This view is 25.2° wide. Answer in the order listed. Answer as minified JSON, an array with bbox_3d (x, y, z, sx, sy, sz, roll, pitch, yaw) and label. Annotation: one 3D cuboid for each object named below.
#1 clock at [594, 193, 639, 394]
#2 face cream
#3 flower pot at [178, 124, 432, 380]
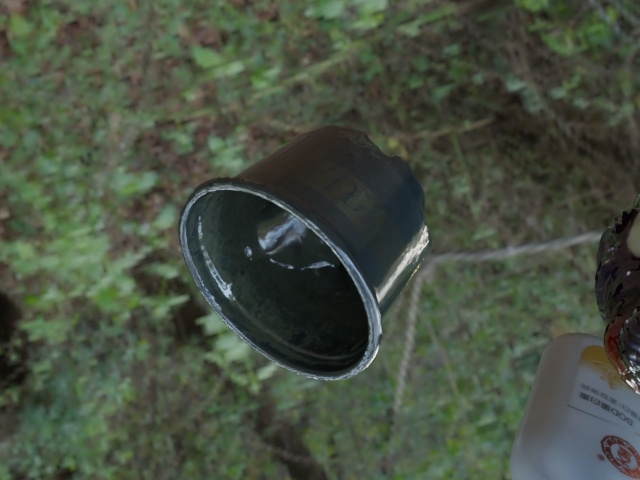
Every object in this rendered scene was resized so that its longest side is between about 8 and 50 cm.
[{"bbox_3d":[0.171,-0.036,0.347,0.194,0.100,0.195,-27,169,-43],"label":"clock"},{"bbox_3d":[0.206,0.177,1.072,0.071,0.144,0.291,-54,179,31],"label":"face cream"},{"bbox_3d":[0.000,0.000,0.932,0.107,0.157,0.157,-43,-173,-37],"label":"flower pot"}]
